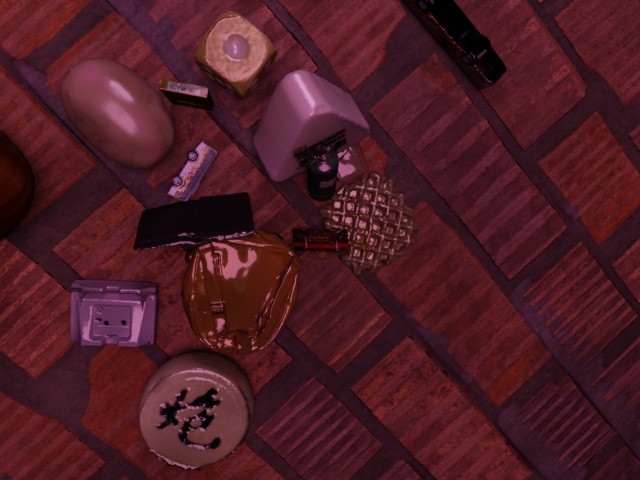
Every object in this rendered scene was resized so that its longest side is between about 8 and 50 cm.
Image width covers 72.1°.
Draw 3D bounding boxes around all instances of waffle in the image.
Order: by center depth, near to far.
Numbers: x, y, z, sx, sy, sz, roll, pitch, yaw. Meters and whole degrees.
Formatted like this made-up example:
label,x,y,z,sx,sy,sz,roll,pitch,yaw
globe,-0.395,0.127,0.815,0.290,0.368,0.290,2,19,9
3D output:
label,x,y,z,sx,sy,sz,roll,pitch,yaw
waffle,0.163,-0.053,1.416,0.292,0.056,0.309,-31,101,-3

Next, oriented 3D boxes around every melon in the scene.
label,x,y,z,sx,sy,sz,roll,pitch,yaw
melon,-0.536,-0.339,1.176,0.223,0.223,0.317,-45,102,-1

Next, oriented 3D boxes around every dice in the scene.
label,x,y,z,sx,sy,sz,roll,pitch,yaw
dice,-0.235,-0.511,1.226,0.169,0.169,0.166,37,90,-12

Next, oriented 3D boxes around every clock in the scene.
label,x,y,z,sx,sy,sz,roll,pitch,yaw
clock,-0.614,0.218,1.315,0.254,0.083,0.186,3,98,-10

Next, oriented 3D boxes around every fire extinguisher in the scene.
label,x,y,z,sx,sy,sz,roll,pitch,yaw
fire extinguisher,0.005,-0.203,1.245,0.118,0.294,0.093,-41,79,-10

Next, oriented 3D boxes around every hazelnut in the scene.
label,x,y,z,sx,sy,sz,roll,pitch,yaw
hazelnut,-0.945,-0.157,1.093,0.409,0.359,0.359,39,90,-8

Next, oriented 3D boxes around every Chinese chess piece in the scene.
label,x,y,z,sx,sy,sz,roll,pitch,yaw
Chinese chess piece,-0.382,0.523,1.366,0.350,0.146,0.348,-1,98,-10

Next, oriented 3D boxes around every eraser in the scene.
label,x,y,z,sx,sy,sz,roll,pitch,yaw
eraser,-0.052,-0.304,1.250,0.332,0.331,0.149,-25,80,-5

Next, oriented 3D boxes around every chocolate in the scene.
label,x,y,z,sx,sy,sz,roll,pitch,yaw
chocolate,0.000,0.000,1.381,0.183,0.028,0.085,-1,113,12

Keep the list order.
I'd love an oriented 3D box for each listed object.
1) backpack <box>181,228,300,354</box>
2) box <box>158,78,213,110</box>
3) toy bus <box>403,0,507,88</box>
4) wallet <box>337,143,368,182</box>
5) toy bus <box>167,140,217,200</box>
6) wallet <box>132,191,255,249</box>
label,x,y,z,sx,sy,sz,roll,pitch,yaw
backpack,-0.244,0.143,1.304,0.354,0.201,0.377,17,93,-12
box,-0.363,-0.397,1.210,0.122,0.193,0.030,8,94,-10
toy bus,0.409,-0.645,1.351,0.409,0.092,0.093,44,87,-12
wallet,0.077,-0.269,1.380,0.118,0.039,0.152,-26,103,-7
toy bus,-0.381,-0.205,1.304,0.075,0.064,0.190,30,93,-24
wallet,-0.354,-0.055,1.244,0.323,0.247,0.041,-12,125,-7
